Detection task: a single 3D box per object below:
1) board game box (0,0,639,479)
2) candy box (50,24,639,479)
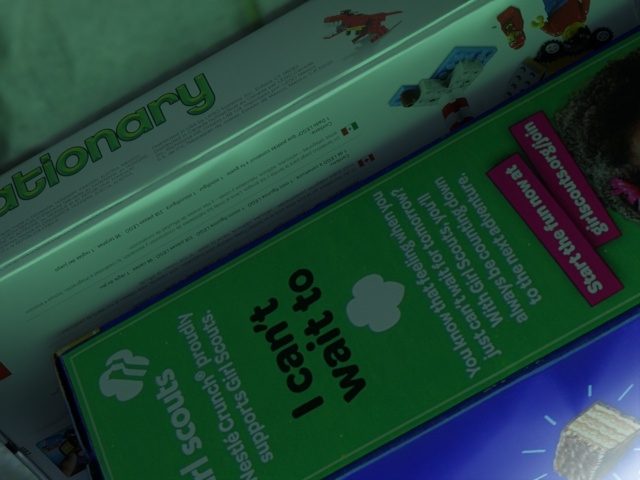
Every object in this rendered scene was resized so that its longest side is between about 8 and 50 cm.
[{"bbox_3d":[0.000,0.000,0.642,0.305,0.053,0.193,-29,137,1],"label":"board game box"},{"bbox_3d":[0.098,0.076,0.636,0.317,0.122,0.268,-30,139,1],"label":"candy box"}]
